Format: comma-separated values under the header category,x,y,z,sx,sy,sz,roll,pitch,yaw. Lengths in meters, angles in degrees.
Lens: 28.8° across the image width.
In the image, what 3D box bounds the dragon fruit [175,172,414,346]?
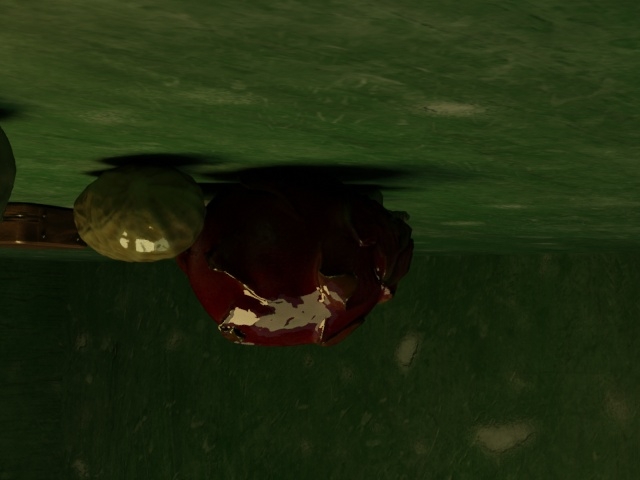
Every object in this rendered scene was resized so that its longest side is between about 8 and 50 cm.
category,x,y,z,sx,sy,sz,roll,pitch,yaw
dragon fruit,-0.046,0.026,1.578,0.315,0.250,0.250,15,178,8

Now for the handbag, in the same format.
category,x,y,z,sx,sy,sz,roll,pitch,yaw
handbag,-0.505,-0.022,2.153,0.151,0.072,0.193,-1,178,28

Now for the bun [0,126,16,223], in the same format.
category,x,y,z,sx,sy,sz,roll,pitch,yaw
bun,-0.369,-0.017,1.125,0.231,0.133,0.231,-34,178,-1

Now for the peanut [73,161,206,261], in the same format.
category,x,y,z,sx,sy,sz,roll,pitch,yaw
peanut,-0.233,-0.033,1.535,0.136,0.120,0.298,28,168,-18

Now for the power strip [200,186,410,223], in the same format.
category,x,y,z,sx,sy,sz,roll,pitch,yaw
power strip,-0.046,-0.024,1.726,0.338,0.098,0.058,0,-160,4
